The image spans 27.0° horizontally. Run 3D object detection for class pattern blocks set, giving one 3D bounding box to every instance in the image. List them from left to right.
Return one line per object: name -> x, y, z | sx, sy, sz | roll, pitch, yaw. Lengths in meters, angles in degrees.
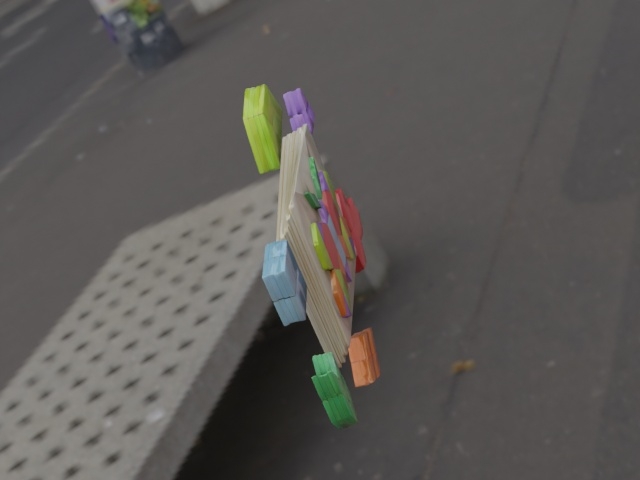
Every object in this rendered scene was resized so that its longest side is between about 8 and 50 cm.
pattern blocks set -> 0.000, 0.000, 1.099 | 0.026, 0.285, 0.324 | -16, 40, 12
